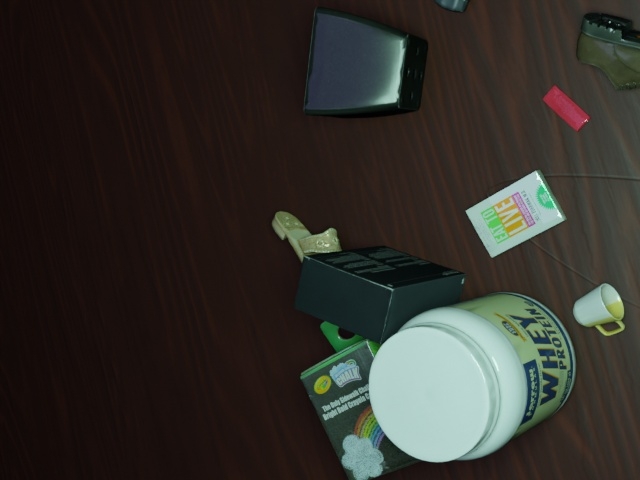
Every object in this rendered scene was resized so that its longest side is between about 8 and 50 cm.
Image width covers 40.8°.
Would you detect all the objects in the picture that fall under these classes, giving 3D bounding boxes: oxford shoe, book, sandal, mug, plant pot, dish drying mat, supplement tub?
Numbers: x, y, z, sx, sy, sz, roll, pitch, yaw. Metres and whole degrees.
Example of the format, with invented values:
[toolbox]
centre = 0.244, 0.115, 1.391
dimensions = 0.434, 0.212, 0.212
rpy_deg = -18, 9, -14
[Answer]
[oxford shoe]
centre = 0.500, -0.269, 1.319
dimensions = 0.227, 0.083, 0.096
rpy_deg = 31, 130, 30
[book]
centre = 0.335, -0.044, 1.474
dimensions = 0.144, 0.035, 0.096
rpy_deg = -32, 79, 31
[sandal]
centre = -0.004, 0.001, 1.682
dimensions = 0.240, 0.088, 0.079
rpy_deg = 45, 123, 30
[mug]
centre = 0.447, 0.117, 1.387
dimensions = 0.064, 0.062, 0.078
rpy_deg = -33, 68, 41
[plant pot]
centre = 0.091, -0.306, 1.544
dimensions = 0.167, 0.187, 0.188
rpy_deg = 12, 100, 23
[dish drying mat]
centre = 0.406, -0.218, 1.421
dimensions = 0.083, 0.008, 0.032
rpy_deg = 50, 118, 23
[supplement tub]
centre = 0.246, 0.213, 1.373
dimensions = 0.235, 0.325, 0.235
rpy_deg = 3, 96, 35

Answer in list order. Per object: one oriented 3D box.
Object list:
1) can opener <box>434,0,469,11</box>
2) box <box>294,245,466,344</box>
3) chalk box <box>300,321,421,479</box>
[can opener]
centre = 0.188, -0.468, 1.528
dimensions = 0.186, 0.059, 0.073
rpy_deg = 35, 113, 28
[box]
centre = 0.109, 0.087, 1.501
dimensions = 0.184, 0.261, 0.103
rpy_deg = 17, 103, 34
[chalk box]
centre = 0.103, 0.262, 1.561
dimensions = 0.180, 0.179, 0.288
rpy_deg = -32, 78, 34
